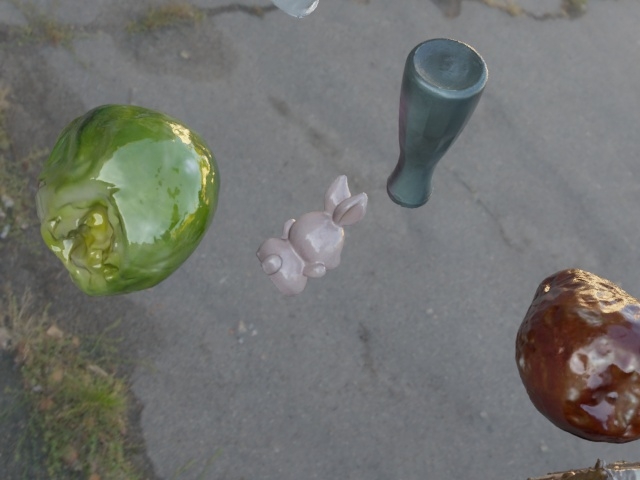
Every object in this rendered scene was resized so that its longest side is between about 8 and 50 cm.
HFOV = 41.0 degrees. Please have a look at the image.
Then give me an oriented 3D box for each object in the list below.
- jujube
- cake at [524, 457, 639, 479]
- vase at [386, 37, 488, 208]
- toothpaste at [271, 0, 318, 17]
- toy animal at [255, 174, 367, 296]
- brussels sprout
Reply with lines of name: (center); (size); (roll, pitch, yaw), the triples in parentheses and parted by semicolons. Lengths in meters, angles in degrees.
jujube: (0.321, 0.124, 1.012); (0.190, 0.190, 0.255); (33, 25, -12)
cake: (0.515, 0.521, 1.504); (0.290, 0.255, 0.282); (1, 74, -35)
vase: (0.120, -0.121, 0.963); (0.086, 0.214, 0.086); (3, 56, -5)
toothpaste: (0.038, -0.172, 0.419); (0.045, 0.193, 0.071); (17, 63, -33)
toy animal: (0.001, 0.000, 1.404); (0.124, 0.212, 0.124); (53, 8, -11)
brussels sprout: (-0.320, -0.071, 1.366); (0.268, 0.344, 0.344); (54, 34, -38)
